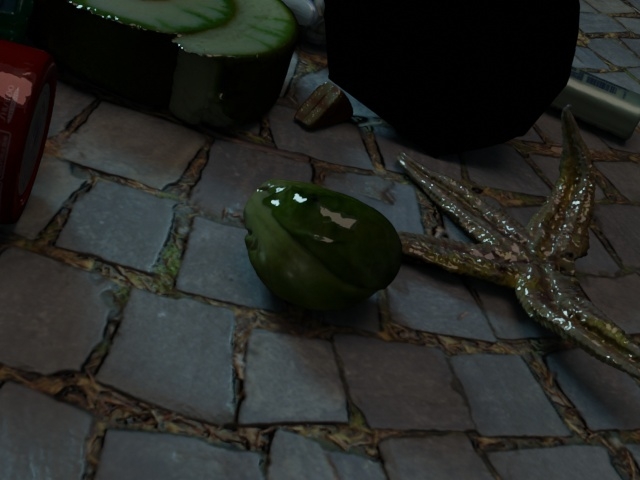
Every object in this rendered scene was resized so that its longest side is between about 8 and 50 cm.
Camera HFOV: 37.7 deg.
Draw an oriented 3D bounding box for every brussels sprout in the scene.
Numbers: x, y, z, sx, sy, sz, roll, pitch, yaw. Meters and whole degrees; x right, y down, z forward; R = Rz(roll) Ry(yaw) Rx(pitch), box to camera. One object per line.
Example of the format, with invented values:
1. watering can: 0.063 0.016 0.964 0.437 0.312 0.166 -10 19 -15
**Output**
1. brussels sprout: -0.001 0.004 1.018 0.183 0.131 0.145 18 29 1

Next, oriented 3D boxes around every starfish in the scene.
1. starfish: 0.240 -0.013 1.173 0.384 0.132 0.398 18 47 12

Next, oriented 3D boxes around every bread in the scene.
1. bread: -0.216 -0.296 1.332 0.366 0.129 0.382 -8 44 -36
2. bread: 0.013 -0.202 1.377 0.043 0.062 0.109 38 35 26

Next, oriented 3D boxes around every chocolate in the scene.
1. chocolate: 0.201 -0.361 1.477 0.384 0.383 0.331 17 19 -5

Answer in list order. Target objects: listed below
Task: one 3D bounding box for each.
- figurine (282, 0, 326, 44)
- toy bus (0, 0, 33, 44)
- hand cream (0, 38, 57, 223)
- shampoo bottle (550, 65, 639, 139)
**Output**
1. figurine: -0.021 -0.411 1.596 0.184 0.128 0.208 15 30 -11
2. toy bus: -0.463 -0.376 1.231 0.184 0.199 0.343 14 38 -27
3. hand cream: -0.352 -0.117 0.961 0.125 0.193 0.193 15 34 -12
4. shampoo bottle: 0.403 -0.295 1.686 0.360 0.078 0.134 25 31 8
